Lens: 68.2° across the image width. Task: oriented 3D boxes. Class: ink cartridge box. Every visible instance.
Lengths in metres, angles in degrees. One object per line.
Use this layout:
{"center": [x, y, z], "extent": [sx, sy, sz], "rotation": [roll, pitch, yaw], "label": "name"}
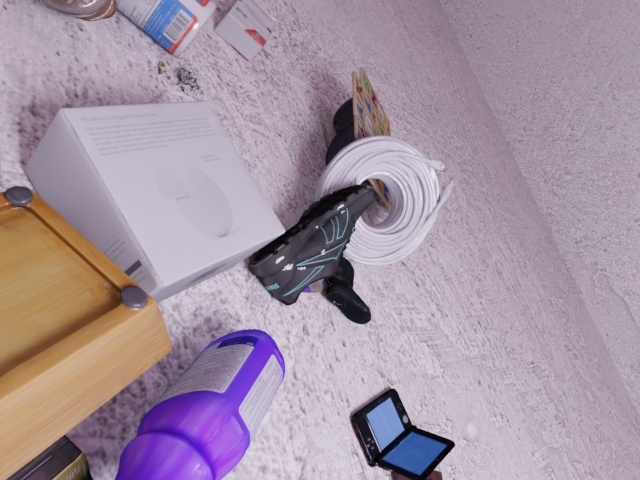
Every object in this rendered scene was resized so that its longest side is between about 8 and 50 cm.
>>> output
{"center": [-0.165, -0.480, 1.057], "extent": [0.099, 0.056, 0.135], "rotation": [38, 41, -25], "label": "ink cartridge box"}

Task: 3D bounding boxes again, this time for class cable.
{"center": [0.113, -0.080, 0.946], "extent": [0.257, 0.089, 0.257], "rotation": [27, 89, -19], "label": "cable"}

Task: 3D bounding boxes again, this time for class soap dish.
{"center": [-0.300, 0.081, 0.387], "extent": [0.229, 0.118, 0.291], "rotation": [39, 36, 10], "label": "soap dish"}

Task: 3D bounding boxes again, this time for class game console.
{"center": [0.140, 0.320, 0.796], "extent": [0.144, 0.085, 0.124], "rotation": [-9, 71, -52], "label": "game console"}

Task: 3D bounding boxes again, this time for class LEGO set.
{"center": [-0.250, -0.298, 0.853], "extent": [0.083, 0.023, 0.054], "rotation": [0, 65, -49], "label": "LEGO set"}

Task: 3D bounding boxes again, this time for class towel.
{"center": [-0.030, 0.065, 0.851], "extent": [0.083, 0.009, 0.060], "rotation": [8, 59, -46], "label": "towel"}

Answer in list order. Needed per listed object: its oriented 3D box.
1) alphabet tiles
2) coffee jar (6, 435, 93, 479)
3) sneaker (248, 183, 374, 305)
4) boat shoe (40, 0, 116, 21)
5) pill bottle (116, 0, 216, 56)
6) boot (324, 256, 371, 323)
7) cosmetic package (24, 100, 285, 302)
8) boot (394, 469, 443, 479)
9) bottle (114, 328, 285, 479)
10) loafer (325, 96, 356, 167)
{"center": [0.140, -0.229, 1.131], "extent": [0.342, 0.011, 0.285], "rotation": [41, 44, -58], "label": "alphabet tiles"}
{"center": [-0.224, 0.267, 0.419], "extent": [0.184, 0.079, 0.096], "rotation": [56, 36, -3], "label": "coffee jar"}
{"center": [0.000, 0.000, 0.818], "extent": [0.267, 0.101, 0.106], "rotation": [-39, 110, -21], "label": "sneaker"}
{"center": [-0.438, -0.429, 0.677], "extent": [0.324, 0.123, 0.116], "rotation": [41, 5, -8], "label": "boat shoe"}
{"center": [-0.302, -0.438, 0.812], "extent": [0.221, 0.124, 0.124], "rotation": [38, 40, -25], "label": "pill bottle"}
{"center": [0.054, 0.092, 0.903], "extent": [0.121, 0.045, 0.099], "rotation": [41, 32, -27], "label": "boot"}
{"center": [-0.207, -0.050, 0.623], "extent": [0.224, 0.138, 0.224], "rotation": [-27, 86, -54], "label": "cosmetic package"}
{"center": [0.146, 0.470, 0.719], "extent": [0.248, 0.090, 0.207], "rotation": [17, 40, -40], "label": "boot"}
{"center": [-0.126, 0.196, 0.500], "extent": [0.092, 0.118, 0.283], "rotation": [64, 18, -10], "label": "bottle"}
{"center": [0.085, -0.235, 1.131], "extent": [0.095, 0.109, 0.302], "rotation": [41, 36, -28], "label": "loafer"}
